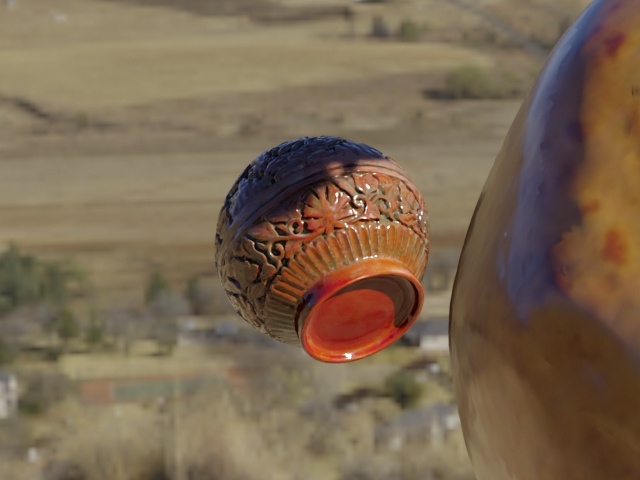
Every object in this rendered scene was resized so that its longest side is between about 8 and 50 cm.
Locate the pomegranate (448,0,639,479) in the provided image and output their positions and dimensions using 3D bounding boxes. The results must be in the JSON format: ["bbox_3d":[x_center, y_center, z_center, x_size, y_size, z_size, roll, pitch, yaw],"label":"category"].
[{"bbox_3d":[0.154,0.018,0.445,0.248,0.248,0.248,-1,13,0],"label":"pomegranate"}]

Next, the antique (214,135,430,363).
[{"bbox_3d":[0.000,0.000,0.820,0.104,0.104,0.104,-1,13,0],"label":"antique"}]
